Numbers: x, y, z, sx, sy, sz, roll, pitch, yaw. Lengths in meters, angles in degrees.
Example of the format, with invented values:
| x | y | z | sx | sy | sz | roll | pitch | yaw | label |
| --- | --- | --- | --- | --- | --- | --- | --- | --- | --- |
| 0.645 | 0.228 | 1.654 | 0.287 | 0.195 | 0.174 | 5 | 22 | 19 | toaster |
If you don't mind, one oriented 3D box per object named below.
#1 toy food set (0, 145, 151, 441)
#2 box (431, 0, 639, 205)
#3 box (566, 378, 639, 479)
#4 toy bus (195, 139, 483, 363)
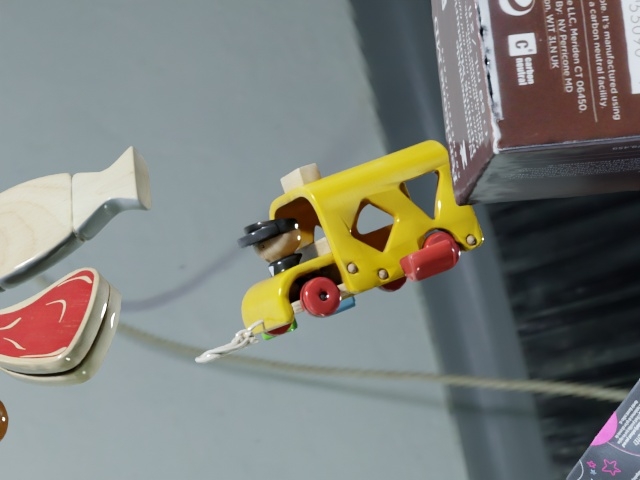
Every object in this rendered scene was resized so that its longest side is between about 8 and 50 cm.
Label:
| x | y | z | sx | sy | sz | roll | pitch | yaw | label |
| --- | --- | --- | --- | --- | --- | --- | --- | --- | --- |
| -0.091 | 0.029 | 0.433 | 0.019 | 0.122 | 0.078 | 50 | 30 | -43 | toy food set |
| 0.166 | -0.123 | 1.153 | 0.167 | 0.203 | 0.168 | -6 | 82 | -3 | box |
| 0.364 | 0.155 | 1.712 | 0.142 | 0.247 | 0.163 | 37 | 49 | 10 | box |
| 0.008 | -0.003 | 1.305 | 0.104 | 0.191 | 0.202 | 69 | 19 | 3 | toy bus |
